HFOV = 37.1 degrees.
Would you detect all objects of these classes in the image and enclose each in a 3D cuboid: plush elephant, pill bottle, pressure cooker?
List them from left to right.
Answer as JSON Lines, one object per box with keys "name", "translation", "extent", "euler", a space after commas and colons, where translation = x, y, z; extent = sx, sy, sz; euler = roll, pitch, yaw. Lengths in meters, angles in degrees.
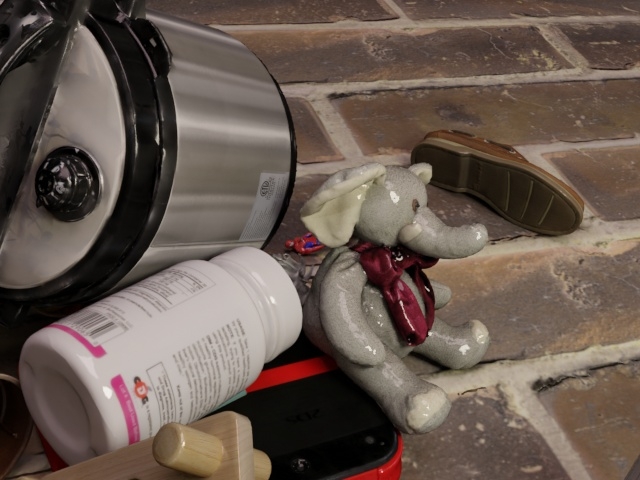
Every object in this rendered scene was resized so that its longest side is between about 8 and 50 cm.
{"name": "pressure cooker", "translation": [-0.267, -0.111, 1.127], "extent": [0.375, 0.370, 0.420], "euler": [-18, -6, 28]}
{"name": "pill bottle", "translation": [-0.161, 0.117, 1.025], "extent": [0.160, 0.160, 0.283], "euler": [35, 41, 27]}
{"name": "plush elephant", "translation": [0.092, 0.025, 1.196], "extent": [0.330, 0.256, 0.272], "euler": [32, 26, 20]}

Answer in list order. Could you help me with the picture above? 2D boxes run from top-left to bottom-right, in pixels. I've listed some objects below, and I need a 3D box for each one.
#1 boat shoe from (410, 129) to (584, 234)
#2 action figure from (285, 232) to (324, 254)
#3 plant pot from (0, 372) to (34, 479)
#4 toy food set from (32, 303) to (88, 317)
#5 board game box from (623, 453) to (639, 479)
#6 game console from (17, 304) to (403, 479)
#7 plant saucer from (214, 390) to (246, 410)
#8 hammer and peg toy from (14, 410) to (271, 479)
{"name": "boat shoe", "translation": [0.308, -0.115, 1.597], "extent": [0.307, 0.111, 0.104], "euler": [28, 42, 19]}
{"name": "action figure", "translation": [0.000, 0.000, 1.436], "extent": [0.115, 0.030, 0.038], "euler": [-10, 48, -23]}
{"name": "plant pot", "translation": [-0.419, 0.174, 1.003], "extent": [0.165, 0.167, 0.167], "euler": [30, 41, 32]}
{"name": "toy food set", "translation": [-0.341, 0.071, 1.255], "extent": [0.083, 0.020, 0.083], "euler": [-3, 40, -19]}
{"name": "board game box", "translation": [0.327, 0.341, 0.925], "extent": [0.064, 0.242, 0.317], "euler": [19, 39, 8]}
{"name": "game console", "translation": [-0.127, 0.207, 1.128], "extent": [0.386, 0.060, 0.342], "euler": [-11, 38, -28]}
{"name": "plant saucer", "translation": [-0.176, 0.187, 1.077], "extent": [0.192, 0.018, 0.067], "euler": [-22, 45, -39]}
{"name": "hammer and peg toy", "translation": [-0.197, 0.322, 0.831], "extent": [0.127, 0.361, 0.266], "euler": [33, 41, -47]}
